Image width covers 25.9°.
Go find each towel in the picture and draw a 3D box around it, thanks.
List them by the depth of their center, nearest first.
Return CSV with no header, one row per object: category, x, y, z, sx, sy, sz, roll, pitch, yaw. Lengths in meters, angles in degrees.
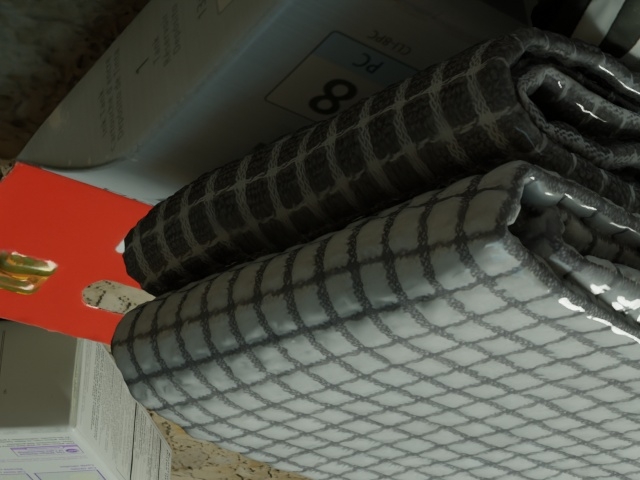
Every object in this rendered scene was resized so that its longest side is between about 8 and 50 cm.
towel,0.086,0.031,0.610,0.284,0.121,0.235,24,147,-37

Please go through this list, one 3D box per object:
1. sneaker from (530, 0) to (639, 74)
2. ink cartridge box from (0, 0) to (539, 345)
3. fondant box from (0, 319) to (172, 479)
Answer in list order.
sneaker,0.239,-0.097,0.609,0.258,0.169,0.447,10,166,26
ink cartridge box,0.000,0.000,0.750,0.308,0.091,0.385,19,136,-34
fondant box,-0.274,0.172,1.167,0.238,0.096,0.330,-2,153,5
